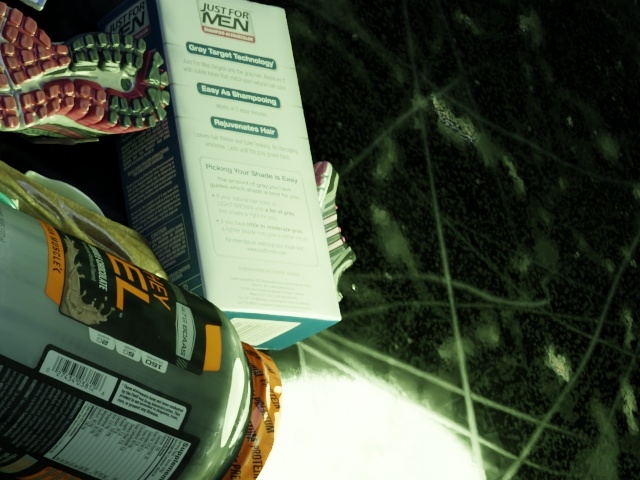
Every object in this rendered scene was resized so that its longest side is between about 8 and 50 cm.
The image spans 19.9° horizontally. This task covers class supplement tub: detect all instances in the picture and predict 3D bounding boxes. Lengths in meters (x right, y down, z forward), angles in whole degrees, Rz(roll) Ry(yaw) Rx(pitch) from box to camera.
[{"bbox_3d":[-0.211,0.108,1.549,0.338,0.207,0.207,28,52,-32],"label":"supplement tub"}]

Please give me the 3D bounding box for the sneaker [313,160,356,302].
[{"bbox_3d":[0.000,0.000,1.914,0.075,0.063,0.170,28,56,-32],"label":"sneaker"}]

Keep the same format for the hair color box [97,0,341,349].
[{"bbox_3d":[-0.103,-0.072,1.819,0.174,0.105,0.347,7,65,-42],"label":"hair color box"}]

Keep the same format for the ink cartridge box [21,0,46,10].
[{"bbox_3d":[-0.342,-0.397,1.688,0.307,0.072,0.303,29,67,-16],"label":"ink cartridge box"}]

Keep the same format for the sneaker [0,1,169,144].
[{"bbox_3d":[-0.281,-0.138,1.669,0.299,0.112,0.121,10,71,-45],"label":"sneaker"}]

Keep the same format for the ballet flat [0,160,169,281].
[{"bbox_3d":[-0.277,-0.026,1.641,0.342,0.116,0.124,27,32,-32],"label":"ballet flat"}]
